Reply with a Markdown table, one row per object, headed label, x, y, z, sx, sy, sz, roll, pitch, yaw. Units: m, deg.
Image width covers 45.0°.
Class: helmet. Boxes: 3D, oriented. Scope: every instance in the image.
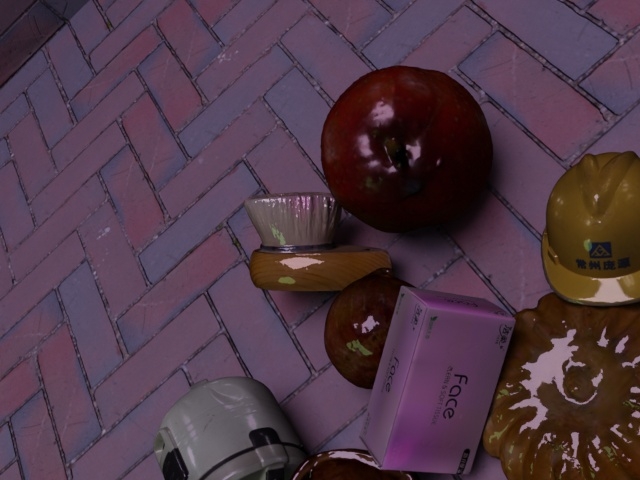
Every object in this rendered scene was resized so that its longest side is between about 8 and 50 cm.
| label | x | y | z | sx | sy | sz | roll | pitch | yaw |
| --- | --- | --- | --- | --- | --- | --- | --- | --- | --- |
| helmet | 0.405 | -0.046 | 1.099 | 0.205 | 0.140 | 0.257 | -2 | 41 | 31 |

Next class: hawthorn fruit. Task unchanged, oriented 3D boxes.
| label | x | y | z | sx | sy | sz | roll | pitch | yaw |
| --- | --- | --- | --- | --- | --- | --- | --- | --- | --- |
| hawthorn fruit | 0.135 | -0.145 | 1.236 | 0.285 | 0.369 | 0.284 | 1 | 94 | 9 |

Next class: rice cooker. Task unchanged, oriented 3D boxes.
| label | x | y | z | sx | sy | sz | roll | pitch | yaw |
| --- | --- | --- | --- | --- | --- | --- | --- | --- | --- |
| rice cooker | -0.139 | 0.359 | 1.237 | 0.226 | 0.226 | 0.244 | -43 | 52 | 6 |

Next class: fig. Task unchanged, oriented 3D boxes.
| label | x | y | z | sx | sy | sz | roll | pitch | yaw |
| --- | --- | --- | --- | --- | --- | --- | --- | --- | --- |
| fig | 0.100 | 0.136 | 1.223 | 0.205 | 0.205 | 0.205 | -16 | 58 | 26 |

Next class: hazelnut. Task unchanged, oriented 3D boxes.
| label | x | y | z | sx | sy | sz | roll | pitch | yaw |
| --- | --- | --- | --- | --- | --- | --- | --- | --- | --- |
| hazelnut | 0.056 | 0.385 | 1.121 | 0.202 | 0.160 | 0.170 | -8 | 94 | 32 |

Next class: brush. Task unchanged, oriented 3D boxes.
| label | x | y | z | sx | sy | sz | roll | pitch | yaw |
| --- | --- | --- | --- | --- | --- | --- | --- | --- | --- |
| brush | 0.000 | 0.000 | 1.350 | 0.267 | 0.174 | 0.166 | 3 | 96 | 23 |

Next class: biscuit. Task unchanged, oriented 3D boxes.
| label | x | y | z | sx | sy | sz | roll | pitch | yaw |
| --- | --- | --- | --- | --- | --- | --- | --- | --- | --- |
| biscuit | 0.363 | 0.208 | 1.064 | 0.326 | 0.107 | 0.325 | -18 | 53 | 25 |

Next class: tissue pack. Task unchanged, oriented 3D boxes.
| label | x | y | z | sx | sy | sz | roll | pitch | yaw |
| --- | --- | --- | --- | --- | --- | --- | --- | --- | --- |
| tissue pack | 0.160 | 0.200 | 1.094 | 0.092 | 0.148 | 0.246 | -136 | 57 | -66 |
